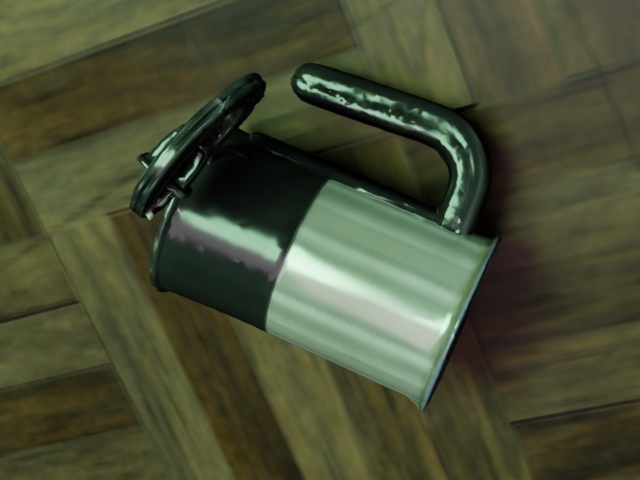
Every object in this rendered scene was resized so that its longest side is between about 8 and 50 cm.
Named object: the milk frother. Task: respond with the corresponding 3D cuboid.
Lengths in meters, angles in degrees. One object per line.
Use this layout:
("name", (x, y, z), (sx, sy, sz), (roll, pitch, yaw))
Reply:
("milk frother", (0.000, 0.000, 0.503), (0.134, 0.143, 0.129), (23, 113, 9))
